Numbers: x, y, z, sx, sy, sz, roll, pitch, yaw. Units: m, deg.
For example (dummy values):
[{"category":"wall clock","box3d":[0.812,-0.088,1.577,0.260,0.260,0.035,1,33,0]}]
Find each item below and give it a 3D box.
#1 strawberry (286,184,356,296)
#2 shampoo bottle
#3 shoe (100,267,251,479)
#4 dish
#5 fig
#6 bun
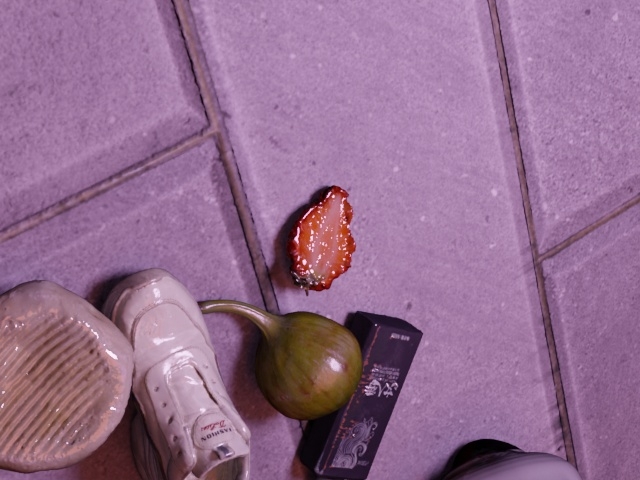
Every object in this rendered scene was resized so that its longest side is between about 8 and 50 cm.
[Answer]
[{"category":"strawberry","box3d":[-0.002,0.000,1.786,0.104,0.048,0.152,28,76,-33]},{"category":"shampoo bottle","box3d":[0.044,0.254,1.910,0.098,0.071,0.309,12,104,-41]},{"category":"shoe","box3d":[-0.158,0.203,1.652,0.132,0.210,0.342,-22,120,-26]},{"category":"dish","box3d":[0.255,0.370,2.066,0.273,0.133,0.273,-17,154,-9]},{"category":"fig","box3d":[-0.059,0.134,1.776,0.245,0.149,0.149,40,84,-20]},{"category":"bun","box3d":[-0.331,0.159,1.559,0.231,0.133,0.231,-1,95,-15]}]
